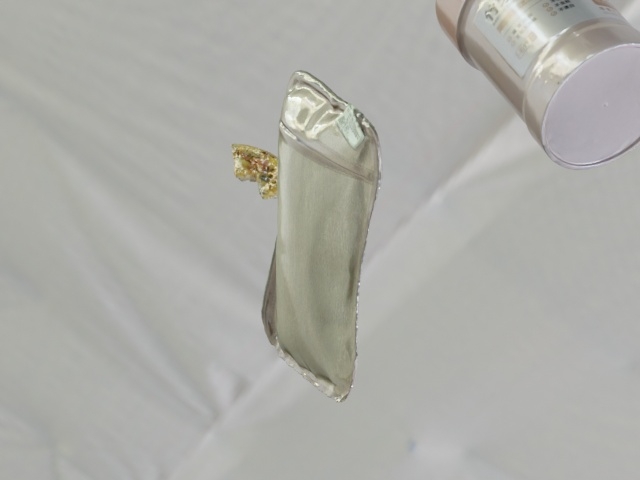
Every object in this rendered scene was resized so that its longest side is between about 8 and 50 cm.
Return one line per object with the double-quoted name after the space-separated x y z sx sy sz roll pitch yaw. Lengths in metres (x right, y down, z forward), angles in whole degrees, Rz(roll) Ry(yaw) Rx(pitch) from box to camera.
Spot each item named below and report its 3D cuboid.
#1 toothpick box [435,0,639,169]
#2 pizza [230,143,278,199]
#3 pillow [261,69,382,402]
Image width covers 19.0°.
0.150 -0.127 1.248 0.149 0.098 0.098 57 -12 42 "toothpick box"
-0.047 -0.056 1.614 0.083 0.037 0.016 40 -15 24 "pizza"
0.000 0.000 1.358 0.130 0.038 0.233 36 -51 49 "pillow"
